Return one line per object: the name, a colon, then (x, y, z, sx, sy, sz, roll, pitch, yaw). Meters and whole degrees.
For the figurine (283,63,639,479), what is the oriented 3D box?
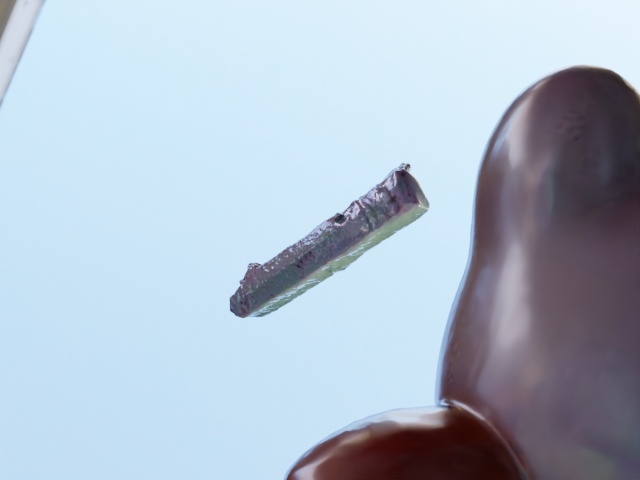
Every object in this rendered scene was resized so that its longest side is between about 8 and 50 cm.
figurine: (0.157, 0.081, 0.536, 0.269, 0.211, 0.261, 13, -113, 22)

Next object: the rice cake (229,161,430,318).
rice cake: (0.001, 0.002, 1.256, 0.051, 0.290, 0.081, 22, -130, -37)
